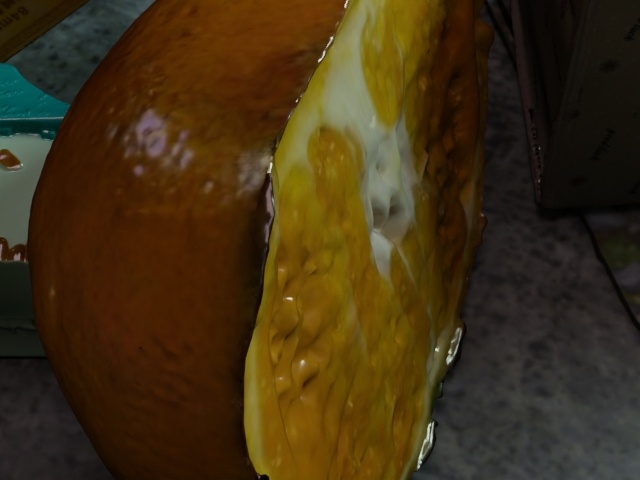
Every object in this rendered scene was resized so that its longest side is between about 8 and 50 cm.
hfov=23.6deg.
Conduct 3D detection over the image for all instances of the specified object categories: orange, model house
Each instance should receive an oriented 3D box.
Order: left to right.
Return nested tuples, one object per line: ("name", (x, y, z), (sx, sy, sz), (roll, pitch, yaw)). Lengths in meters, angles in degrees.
("model house", (-0.177, -0.023, 0.808), (0.127, 0.100, 0.149), (0, 54, 1))
("orange", (-0.003, -0.001, 0.693), (0.274, 0.274, 0.310), (-13, 50, -7))

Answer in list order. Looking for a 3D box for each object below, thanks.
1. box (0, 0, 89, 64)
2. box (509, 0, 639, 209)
("box", (-0.206, -0.180, 0.857), (0.274, 0.076, 0.174), (-33, 56, 15))
("box", (0.263, -0.149, 0.801), (0.297, 0.225, 0.190), (-1, 56, 0))
